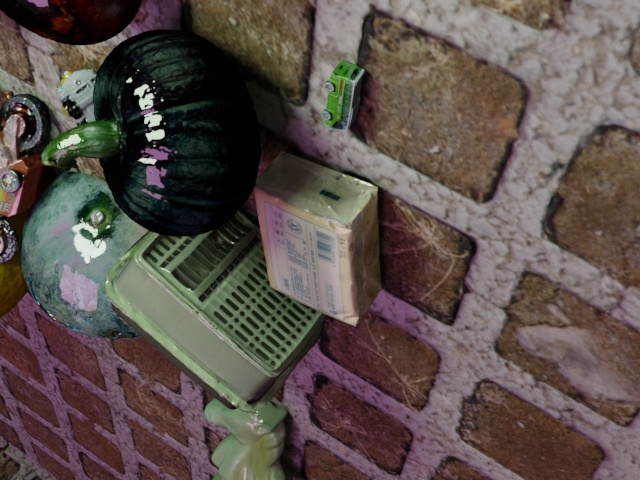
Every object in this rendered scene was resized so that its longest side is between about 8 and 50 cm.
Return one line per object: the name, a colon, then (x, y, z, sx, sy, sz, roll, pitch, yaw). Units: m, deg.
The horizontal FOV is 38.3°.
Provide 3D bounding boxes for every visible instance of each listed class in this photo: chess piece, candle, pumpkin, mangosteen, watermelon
chess piece: (-0.139, 0.405, 1.765, 0.176, 0.176, 0.298, 21, 129, 29)
candle: (-0.490, -0.109, 1.585, 0.053, 0.048, 0.162, 55, 150, 14)
pumpkin: (-0.199, -0.118, 1.075, 0.248, 0.248, 0.248, 27, 145, 21)
mangosteen: (-0.277, -0.316, 1.028, 0.200, 0.200, 0.200, 27, 145, 21)
watermelon: (-0.371, 0.030, 1.498, 0.322, 0.188, 0.175, 33, 148, 10)

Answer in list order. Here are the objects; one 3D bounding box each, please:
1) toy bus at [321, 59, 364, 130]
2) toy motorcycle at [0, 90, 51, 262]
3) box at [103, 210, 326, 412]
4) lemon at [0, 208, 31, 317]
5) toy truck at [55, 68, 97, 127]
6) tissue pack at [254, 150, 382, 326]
toy bus: (0.025, -0.158, 1.017, 0.037, 0.031, 0.083, 22, 144, 11)
toy motorcycle: (-0.531, -0.110, 1.484, 0.171, 0.089, 0.298, 27, 111, 14)
box: (-0.142, 0.086, 1.302, 0.290, 0.220, 0.166, 41, 139, 0)
lemon: (-0.675, 0.019, 1.663, 0.336, 0.336, 0.336, 27, 145, 21)
toy truck: (-0.330, -0.194, 1.309, 0.077, 0.076, 0.111, 24, 148, 60)
tissue pack: (0.000, 0.000, 1.172, 0.148, 0.092, 0.196, 24, 142, 24)
